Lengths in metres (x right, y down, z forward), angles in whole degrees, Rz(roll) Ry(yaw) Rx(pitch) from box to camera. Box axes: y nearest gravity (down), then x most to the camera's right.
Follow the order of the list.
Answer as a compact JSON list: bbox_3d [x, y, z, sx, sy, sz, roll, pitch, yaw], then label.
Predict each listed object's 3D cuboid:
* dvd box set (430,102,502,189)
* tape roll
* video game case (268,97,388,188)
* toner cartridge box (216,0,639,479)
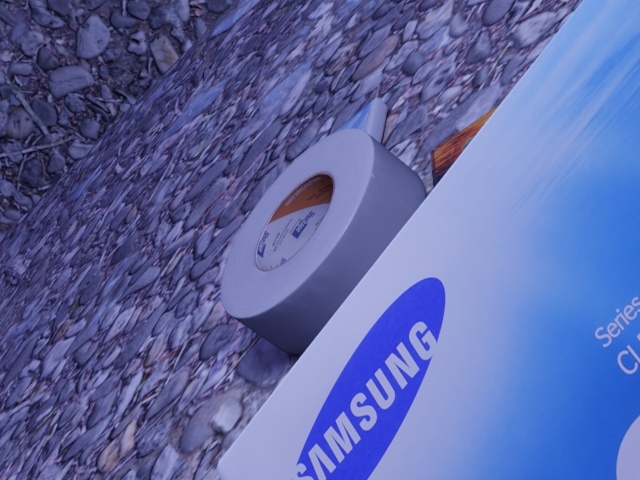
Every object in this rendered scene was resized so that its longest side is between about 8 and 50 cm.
[{"bbox_3d":[0.260,-0.089,0.849,0.420,0.062,0.307,-34,23,18],"label":"dvd box set"},{"bbox_3d":[0.000,0.000,1.316,0.219,0.072,0.219,-40,27,26],"label":"tape roll"},{"bbox_3d":[-0.007,-0.050,1.538,0.193,0.023,0.212,-38,22,31],"label":"video game case"},{"bbox_3d":[0.116,0.018,0.379,0.348,0.075,0.165,-54,53,29],"label":"toner cartridge box"}]
